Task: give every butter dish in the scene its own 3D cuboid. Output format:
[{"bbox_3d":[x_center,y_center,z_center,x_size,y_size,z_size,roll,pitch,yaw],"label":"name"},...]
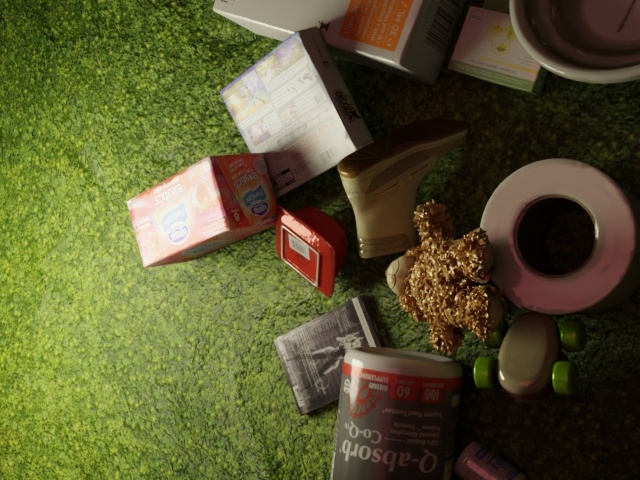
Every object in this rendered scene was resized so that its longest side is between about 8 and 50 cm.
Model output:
[{"bbox_3d":[0.000,0.000,1.681,0.160,0.118,0.160,38,148,27],"label":"butter dish"}]

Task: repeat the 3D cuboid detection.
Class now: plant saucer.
[{"bbox_3d":[0.507,-0.408,1.390,0.400,0.100,0.400,-16,58,28],"label":"plant saucer"}]

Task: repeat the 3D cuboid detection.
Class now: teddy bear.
[{"bbox_3d":[0.198,0.065,1.440,0.338,0.113,0.245,-136,35,-64],"label":"teddy bear"}]

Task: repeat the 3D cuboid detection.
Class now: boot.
[{"bbox_3d":[0.164,-0.095,1.589,0.095,0.262,0.203,33,144,51],"label":"boot"}]

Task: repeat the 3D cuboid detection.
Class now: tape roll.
[{"bbox_3d":[0.400,-0.001,1.409,0.246,0.169,0.246,-3,85,30],"label":"tape roll"}]

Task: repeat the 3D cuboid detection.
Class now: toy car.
[{"bbox_3d":[0.358,0.221,1.415,0.155,0.188,0.149,-1,51,32],"label":"toy car"}]

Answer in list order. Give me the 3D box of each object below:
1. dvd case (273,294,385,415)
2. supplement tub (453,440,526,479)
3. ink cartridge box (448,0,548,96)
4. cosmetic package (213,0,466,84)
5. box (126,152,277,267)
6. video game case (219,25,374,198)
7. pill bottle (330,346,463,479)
[{"bbox_3d":[0.022,0.225,1.697,0.221,0.018,0.164,-30,71,26],"label":"dvd case"},{"bbox_3d":[0.291,0.401,1.493,0.107,0.071,0.071,32,102,28],"label":"supplement tub"},{"bbox_3d":[0.347,-0.391,1.544,0.171,0.056,0.235,23,99,30],"label":"ink cartridge box"},{"bbox_3d":[0.037,-0.476,1.671,0.453,0.161,0.230,23,97,31],"label":"cosmetic package"},{"bbox_3d":[-0.240,-0.057,1.758,0.300,0.142,0.154,-20,83,43],"label":"box"},{"bbox_3d":[-0.049,-0.237,1.664,0.269,0.061,0.244,-24,94,48],"label":"video game case"},{"bbox_3d":[0.126,0.377,1.511,0.210,0.210,0.362,5,88,31],"label":"pill bottle"}]
